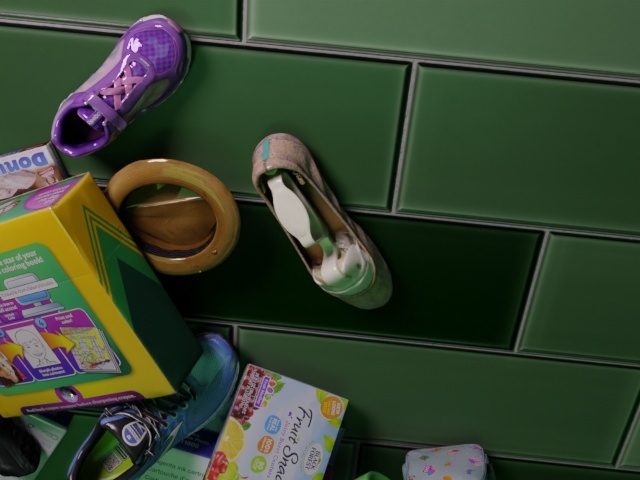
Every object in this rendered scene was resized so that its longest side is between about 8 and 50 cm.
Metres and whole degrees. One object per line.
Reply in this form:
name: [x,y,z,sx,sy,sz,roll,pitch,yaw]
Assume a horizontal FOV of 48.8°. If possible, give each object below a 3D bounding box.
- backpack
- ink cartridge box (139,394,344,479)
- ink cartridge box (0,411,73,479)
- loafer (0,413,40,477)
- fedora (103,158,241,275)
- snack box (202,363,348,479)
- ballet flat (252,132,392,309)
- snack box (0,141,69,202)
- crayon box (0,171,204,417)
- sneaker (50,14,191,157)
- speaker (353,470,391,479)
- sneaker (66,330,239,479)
backpack: [0.213,0.432,1.154,0.166,0.188,0.144,-7,118,9]
ink cartridge box: [-0.158,0.430,1.187,0.324,0.071,0.330,16,102,-2]
ink cartridge box: [-0.582,0.340,1.239,0.223,0.045,0.224,32,115,-15]
loafer: [-0.543,0.308,1.150,0.078,0.076,0.223,-19,120,3]
fedora: [-0.203,-0.042,0.986,0.194,0.079,0.194,2,119,4]
snack box: [-0.072,0.321,1.120,0.175,0.070,0.207,22,79,-7]
ballet flat: [0.000,0.000,0.980,0.108,0.106,0.316,-30,113,18]
snack box: [-0.453,-0.089,1.010,0.178,0.022,0.064,-13,116,11]
crayon box: [-0.402,0.096,1.020,0.363,0.106,0.313,-13,117,27]
sneaker: [-0.260,-0.184,0.899,0.236,0.104,0.095,-38,108,20]
speaker: [0.012,0.498,1.096,0.131,0.131,0.296,39,103,-16]
sneaker: [-0.251,0.276,1.074,0.130,0.147,0.330,43,84,2]
